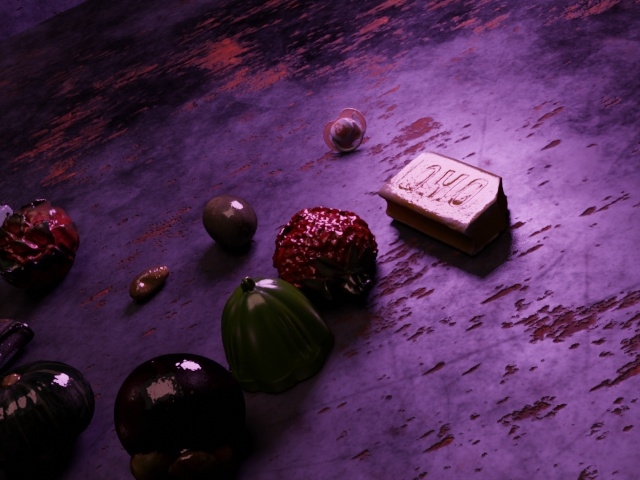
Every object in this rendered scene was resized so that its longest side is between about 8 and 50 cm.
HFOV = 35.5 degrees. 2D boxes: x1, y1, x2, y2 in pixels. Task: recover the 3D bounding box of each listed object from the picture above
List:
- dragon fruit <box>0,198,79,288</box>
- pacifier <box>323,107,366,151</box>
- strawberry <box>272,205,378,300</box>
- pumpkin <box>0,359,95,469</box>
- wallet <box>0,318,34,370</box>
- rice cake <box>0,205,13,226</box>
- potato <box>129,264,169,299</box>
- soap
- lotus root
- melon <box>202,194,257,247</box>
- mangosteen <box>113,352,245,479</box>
[{"bbox_3d":[-0.579,0.005,2.044,0.182,0.182,0.189,-5,79,27],"label":"dragon fruit"},{"bbox_3d":[0.057,-0.225,2.070,0.099,0.081,0.078,-37,-5,18],"label":"pacifier"},{"bbox_3d":[0.000,0.000,1.710,0.188,0.106,0.286,-13,24,-21],"label":"strawberry"},{"bbox_3d":[-0.468,0.283,1.609,0.211,0.152,0.212,-25,22,11],"label":"pumpkin"},{"bbox_3d":[-0.697,0.233,1.898,0.262,0.071,0.221,-3,39,40],"label":"wallet"},{"bbox_3d":[-0.806,-0.001,2.304,0.080,0.042,0.222,0,43,40],"label":"rice cake"},{"bbox_3d":[-0.329,0.078,1.898,0.046,0.045,0.092,41,68,15],"label":"potato"},{"bbox_3d":[0.225,-0.069,1.730,0.140,0.073,0.232,-41,38,-16],"label":"soap"},{"bbox_3d":[-0.090,0.123,1.576,0.186,0.186,0.186,-16,34,12],"label":"lotus root"},{"bbox_3d":[-0.174,-0.038,1.915,0.098,0.098,0.130,-36,31,-17],"label":"melon"},{"bbox_3d":[-0.200,0.275,1.435,0.194,0.194,0.231,-15,60,14],"label":"mangosteen"}]
